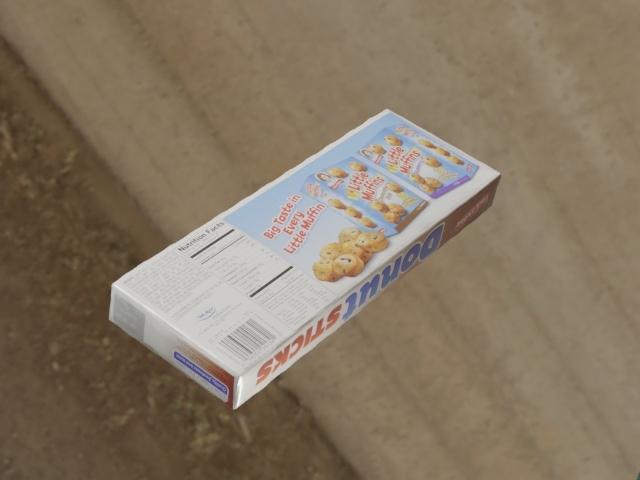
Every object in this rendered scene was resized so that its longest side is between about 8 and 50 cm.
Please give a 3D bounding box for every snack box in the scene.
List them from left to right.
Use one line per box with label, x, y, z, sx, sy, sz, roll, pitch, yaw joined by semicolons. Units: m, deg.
snack box;0.000;0.000;0.544;0.064;0.022;0.178;32;43;23

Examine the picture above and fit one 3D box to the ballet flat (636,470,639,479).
ballet flat;0.257;0.302;0.747;0.182;0.164;0.483;38;-39;44
